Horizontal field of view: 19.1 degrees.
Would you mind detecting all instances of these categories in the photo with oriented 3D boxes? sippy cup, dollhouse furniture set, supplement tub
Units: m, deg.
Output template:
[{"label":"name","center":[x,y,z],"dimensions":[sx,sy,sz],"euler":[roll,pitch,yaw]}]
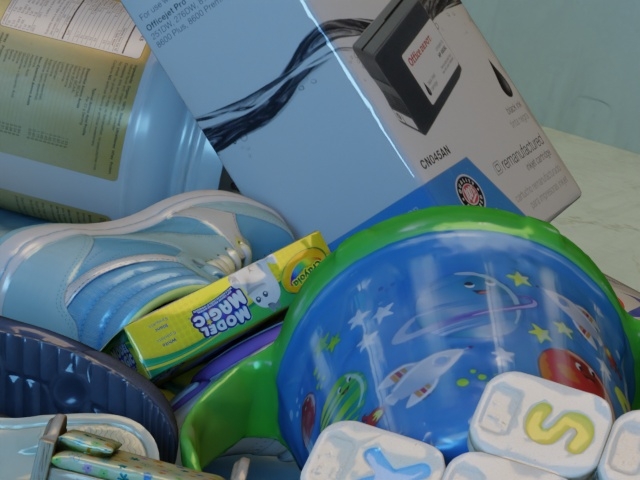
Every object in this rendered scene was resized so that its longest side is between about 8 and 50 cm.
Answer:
[{"label":"sippy cup","center":[0.088,0.127,1.122],"dimensions":[0.240,0.305,0.224],"euler":[48,15,-19]},{"label":"dollhouse furniture set","center":[-0.136,0.146,0.962],"dimensions":[0.182,0.101,0.161],"euler":[13,2,-1]},{"label":"supplement tub","center":[-0.225,-0.125,1.833],"dimensions":[0.316,0.228,0.228],"euler":[15,13,5]}]

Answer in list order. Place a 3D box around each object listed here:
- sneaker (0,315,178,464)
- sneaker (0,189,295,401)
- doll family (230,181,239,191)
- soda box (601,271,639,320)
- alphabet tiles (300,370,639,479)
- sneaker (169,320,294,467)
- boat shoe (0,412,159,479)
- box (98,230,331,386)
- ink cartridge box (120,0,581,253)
[{"label":"sneaker","center":[-0.234,0.077,1.206],"dimensions":[0.319,0.112,0.131],"euler":[16,16,5]},{"label":"sneaker","center":[-0.086,0.053,1.453],"dimensions":[0.208,0.127,0.319],"euler":[21,24,38]},{"label":"doll family","center":[0.000,0.000,1.791],"dimensions":[0.193,0.076,0.111],"euler":[46,27,-16]},{"label":"soda box","center":[0.261,0.099,1.664],"dimensions":[0.091,0.098,0.286],"euler":[6,15,-31]},{"label":"alphabet tiles","center":[0.102,0.186,0.904],"dimensions":[0.278,0.021,0.284],"euler":[17,51,14]},{"label":"sneaker","center":[0.033,0.116,1.298],"dimensions":[0.305,0.152,0.114],"euler":[-17,-9,-23]},{"label":"boat shoe","center":[-0.209,0.137,1.105],"dimensions":[0.233,0.084,0.079],"euler":[7,-26,1]},{"label":"box","center":[-0.080,0.058,1.264],"dimensions":[0.179,0.043,0.105],"euler":[-25,-6,-25]},{"label":"ink cartridge box","center":[0.030,-0.136,1.705],"dimensions":[0.395,0.166,0.285],"euler":[57,30,0]}]
